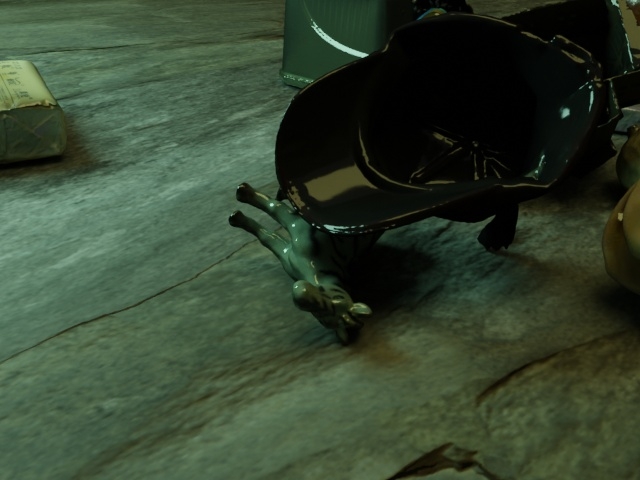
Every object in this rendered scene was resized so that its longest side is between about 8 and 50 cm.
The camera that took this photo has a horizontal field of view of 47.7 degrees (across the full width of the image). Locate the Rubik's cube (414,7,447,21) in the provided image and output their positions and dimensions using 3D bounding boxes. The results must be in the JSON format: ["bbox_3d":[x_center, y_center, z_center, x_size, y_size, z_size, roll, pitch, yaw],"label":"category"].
[{"bbox_3d":[0.180,-0.156,1.014,0.254,0.254,0.254,3,30,-2],"label":"Rubik's cube"}]

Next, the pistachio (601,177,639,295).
[{"bbox_3d":[0.448,-0.024,0.743,0.318,0.193,0.214,-8,74,-9],"label":"pistachio"}]

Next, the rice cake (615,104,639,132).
[{"bbox_3d":[0.533,-0.217,1.241,0.298,0.050,0.106,8,29,7],"label":"rice cake"}]

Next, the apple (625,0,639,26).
[{"bbox_3d":[0.625,-0.415,1.312,0.277,0.319,0.319,26,32,1],"label":"apple"}]

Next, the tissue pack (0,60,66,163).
[{"bbox_3d":[-0.470,-0.179,1.014,0.186,0.090,0.222,-16,34,-26],"label":"tissue pack"}]

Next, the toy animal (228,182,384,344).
[{"bbox_3d":[-0.017,-0.006,0.770,0.170,0.090,0.255,25,40,-3],"label":"toy animal"}]

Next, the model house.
[{"bbox_3d":[0.340,-0.186,1.032,0.211,0.243,0.204,-14,70,5],"label":"model house"}]

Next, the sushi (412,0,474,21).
[{"bbox_3d":[0.216,-0.437,1.441,0.204,0.200,0.213,-10,10,-23],"label":"sushi"}]

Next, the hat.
[{"bbox_3d":[0.118,-0.092,0.791,0.336,0.209,0.238,-27,70,-8],"label":"hat"}]

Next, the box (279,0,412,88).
[{"bbox_3d":[0.051,-0.351,1.275,0.274,0.178,0.138,21,34,33],"label":"box"}]

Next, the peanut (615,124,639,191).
[{"bbox_3d":[0.459,-0.090,0.936,0.129,0.129,0.224,4,27,-1],"label":"peanut"}]
